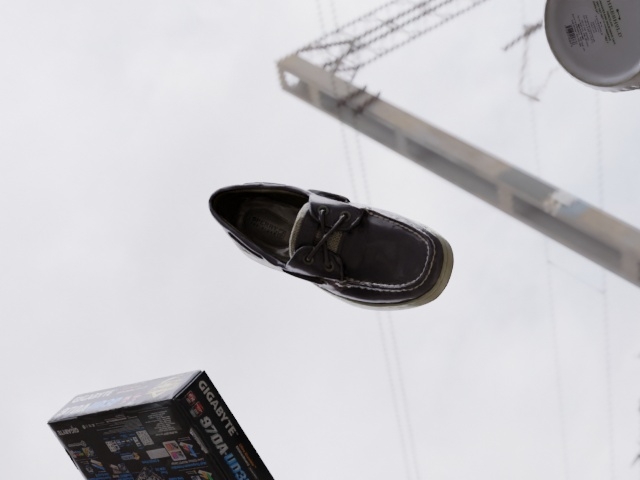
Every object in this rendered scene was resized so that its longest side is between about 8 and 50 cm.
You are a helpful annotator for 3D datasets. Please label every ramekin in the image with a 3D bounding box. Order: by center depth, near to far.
[{"bbox_3d":[0.380,-0.284,1.556,0.109,0.207,0.207,-26,-51,-44],"label":"ramekin"}]

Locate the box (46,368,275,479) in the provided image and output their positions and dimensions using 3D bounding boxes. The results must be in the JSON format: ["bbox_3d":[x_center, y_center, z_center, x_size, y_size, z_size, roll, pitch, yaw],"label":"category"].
[{"bbox_3d":[-0.151,0.222,1.208,0.051,0.220,0.175,-44,-71,-43],"label":"box"}]

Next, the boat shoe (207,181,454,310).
[{"bbox_3d":[0.000,0.000,1.253,0.092,0.285,0.103,24,-94,-52],"label":"boat shoe"}]
